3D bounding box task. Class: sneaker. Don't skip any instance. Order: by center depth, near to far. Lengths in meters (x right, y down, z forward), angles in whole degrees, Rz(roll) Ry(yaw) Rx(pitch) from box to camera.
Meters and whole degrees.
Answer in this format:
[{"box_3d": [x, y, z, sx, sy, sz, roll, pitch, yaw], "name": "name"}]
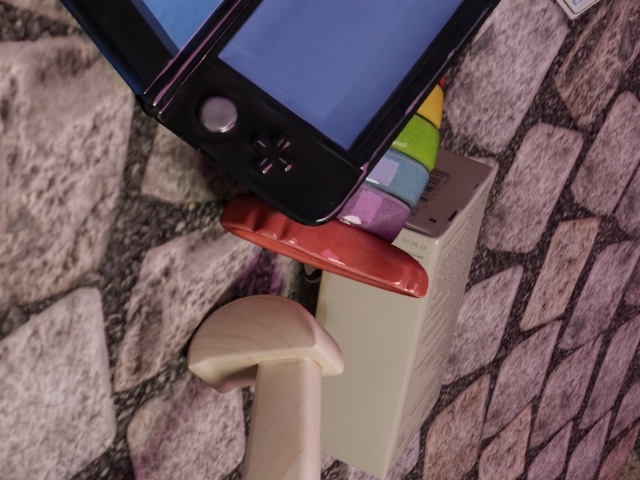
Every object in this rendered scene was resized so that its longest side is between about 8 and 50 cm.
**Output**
[{"box_3d": [0.000, 0.000, 1.211, 0.037, 0.032, 0.083, 33, 78, -54], "name": "sneaker"}]

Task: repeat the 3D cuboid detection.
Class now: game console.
[{"box_3d": [-0.011, -0.203, 0.890, 0.293, 0.250, 0.173, -53, 176, -12], "name": "game console"}]

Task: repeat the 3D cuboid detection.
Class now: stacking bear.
[{"box_3d": [0.038, -0.119, 1.042, 0.175, 0.164, 0.289, 22, 86, -21], "name": "stacking bear"}]

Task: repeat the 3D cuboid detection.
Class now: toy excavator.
[{"box_3d": [-0.119, 0.319, 1.072, 0.445, 0.433, 0.222, -30, 148, 4], "name": "toy excavator"}]

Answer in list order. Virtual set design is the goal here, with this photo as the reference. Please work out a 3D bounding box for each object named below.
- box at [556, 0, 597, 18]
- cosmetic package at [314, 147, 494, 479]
[{"box_3d": [0.240, -0.336, 1.158, 0.169, 0.087, 0.290, -34, 154, 16], "name": "box"}, {"box_3d": [0.072, 0.069, 1.250, 0.160, 0.113, 0.309, -46, 153, -51], "name": "cosmetic package"}]
